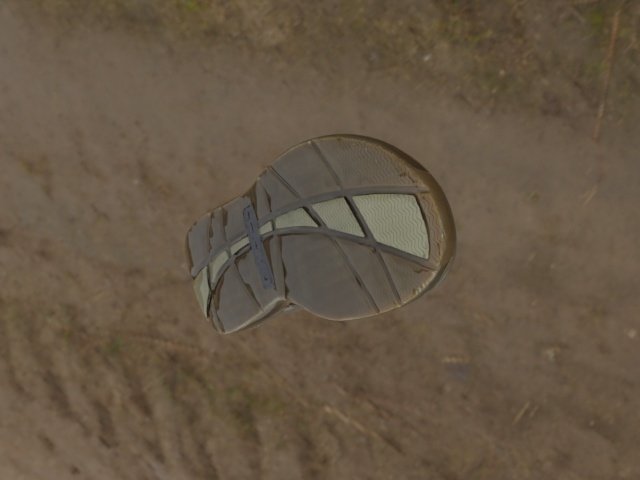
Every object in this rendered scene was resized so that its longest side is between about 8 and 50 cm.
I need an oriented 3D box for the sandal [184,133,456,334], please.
[{"bbox_3d":[0.000,0.000,0.497,0.180,0.049,0.072,-21,82,57],"label":"sandal"}]
